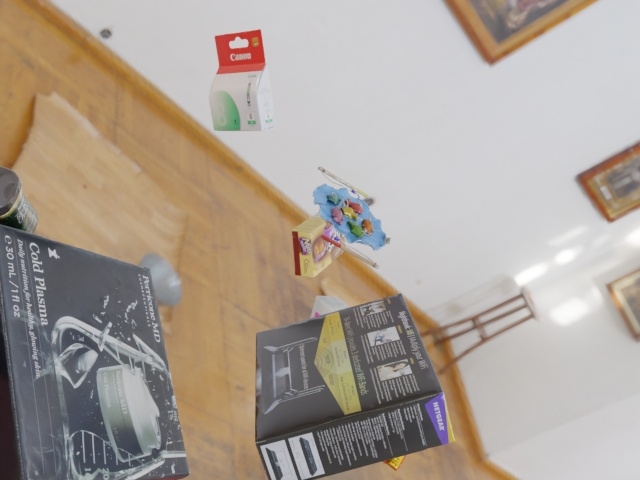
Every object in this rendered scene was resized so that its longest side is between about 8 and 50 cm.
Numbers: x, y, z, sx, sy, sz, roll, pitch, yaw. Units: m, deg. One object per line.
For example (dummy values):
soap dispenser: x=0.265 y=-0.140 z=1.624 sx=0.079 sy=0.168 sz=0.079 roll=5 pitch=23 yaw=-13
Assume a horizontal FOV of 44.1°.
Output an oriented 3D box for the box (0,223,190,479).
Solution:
box: x=-0.541 y=0.273 z=1.544 sx=0.472 sy=0.298 sz=0.479 roll=29 pitch=43 yaw=-64

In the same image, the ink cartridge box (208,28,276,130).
ink cartridge box: x=-0.194 y=-0.368 z=1.844 sx=0.056 sy=0.181 sz=0.224 roll=-24 pitch=112 yaw=-41

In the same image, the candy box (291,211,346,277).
candy box: x=0.000 y=0.000 z=1.805 sx=0.187 sy=0.053 sz=0.109 roll=-36 pitch=127 yaw=-57

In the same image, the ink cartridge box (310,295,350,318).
ink cartridge box: x=0.035 y=0.284 z=1.646 sx=0.060 sy=0.275 sz=0.239 roll=6 pitch=14 yaw=-28

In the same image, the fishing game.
fishing game: x=0.068 y=-0.053 z=1.624 sx=0.189 sy=0.041 sz=0.264 roll=31 pitch=30 yaw=-18

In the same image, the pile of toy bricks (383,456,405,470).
pile of toy bricks: x=0.082 y=0.278 z=1.275 sx=0.212 sy=0.105 sz=0.118 roll=40 pitch=67 yaw=-13

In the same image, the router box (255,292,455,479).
router box: x=0.033 y=0.198 z=1.117 sx=0.309 sy=0.243 sz=0.080 roll=-101 pitch=175 yaw=-70

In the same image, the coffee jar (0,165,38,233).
coffee jar: x=-0.602 y=-0.063 z=1.509 sx=0.184 sy=0.079 sz=0.096 roll=102 pitch=2 yaw=-64
